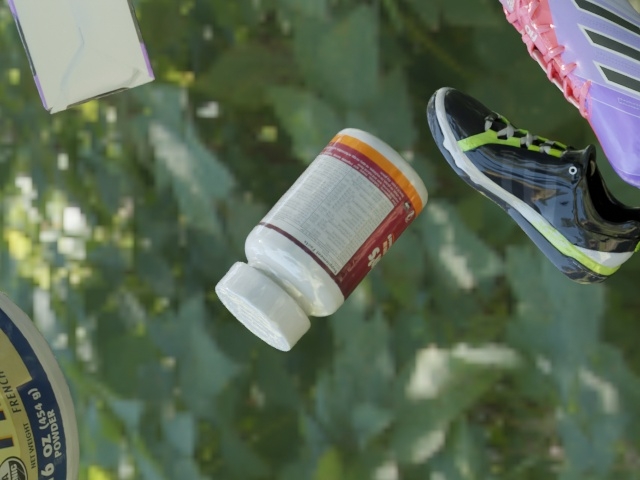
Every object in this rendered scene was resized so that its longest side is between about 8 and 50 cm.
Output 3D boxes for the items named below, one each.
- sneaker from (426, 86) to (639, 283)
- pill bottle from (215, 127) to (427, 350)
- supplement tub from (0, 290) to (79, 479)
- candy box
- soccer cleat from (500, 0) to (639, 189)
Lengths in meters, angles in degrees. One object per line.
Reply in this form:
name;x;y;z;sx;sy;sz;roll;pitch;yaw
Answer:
sneaker;0.201;-0.066;1.712;0.097;0.234;0.084;-45;3;33
pill bottle;0.000;0.000;1.993;0.221;0.121;0.121;-49;-1;-15
supplement tub;-0.308;0.146;1.112;0.316;0.228;0.228;-25;-60;-62
candy box;-0.165;-0.191;1.167;0.196;0.070;0.165;-117;11;-64
soccer cleat;0.198;-0.166;1.519;0.109;0.116;0.318;113;152;-48
